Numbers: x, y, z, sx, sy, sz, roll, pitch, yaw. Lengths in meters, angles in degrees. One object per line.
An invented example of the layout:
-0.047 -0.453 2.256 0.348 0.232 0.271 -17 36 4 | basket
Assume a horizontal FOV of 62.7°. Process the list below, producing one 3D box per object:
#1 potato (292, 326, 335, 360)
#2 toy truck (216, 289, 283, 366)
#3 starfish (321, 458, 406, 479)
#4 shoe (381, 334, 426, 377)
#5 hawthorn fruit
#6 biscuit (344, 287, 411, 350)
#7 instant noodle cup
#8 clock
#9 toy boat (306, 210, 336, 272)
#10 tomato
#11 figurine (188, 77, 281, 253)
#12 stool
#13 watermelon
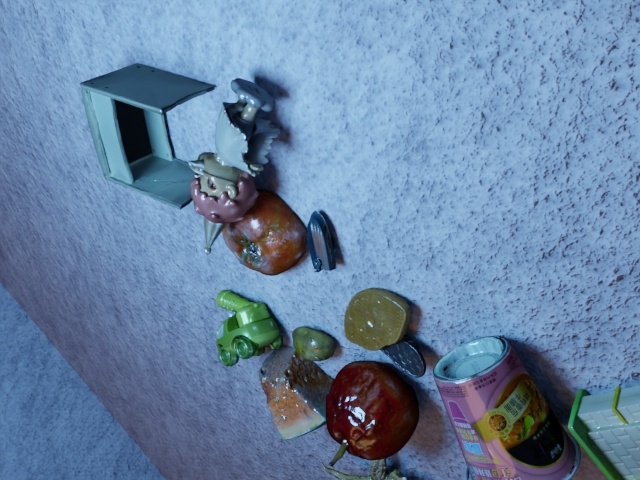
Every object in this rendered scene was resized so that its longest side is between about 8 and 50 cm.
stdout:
-0.024 0.276 1.391 0.137 0.070 0.092 2 120 38 | potato
-0.209 0.240 1.475 0.187 0.148 0.211 -7 91 44 | toy truck
0.182 0.676 1.503 0.301 0.084 0.294 35 140 3 | starfish
0.186 0.244 1.222 0.179 0.049 0.071 32 122 41 | shoe
0.108 0.436 1.271 0.230 0.266 0.210 17 148 33 | hawthorn fruit
0.124 0.180 1.211 0.220 0.028 0.142 -42 74 47 | biscuit
0.348 0.341 1.046 0.243 0.244 0.255 -22 99 46 | instant noodle cup
0.612 0.347 0.905 0.220 0.106 0.255 50 137 -3 | clock
0.000 0.000 1.181 0.055 0.060 0.141 5 116 37 | toy boat
-0.147 -0.006 1.267 0.236 0.095 0.237 21 132 25 | tomato
-0.205 -0.147 1.123 0.207 0.166 0.387 55 129 41 | figurine
-0.384 -0.248 1.223 0.269 0.170 0.244 22 132 25 | stool
-0.065 0.409 1.467 0.257 0.192 0.140 54 138 14 | watermelon
